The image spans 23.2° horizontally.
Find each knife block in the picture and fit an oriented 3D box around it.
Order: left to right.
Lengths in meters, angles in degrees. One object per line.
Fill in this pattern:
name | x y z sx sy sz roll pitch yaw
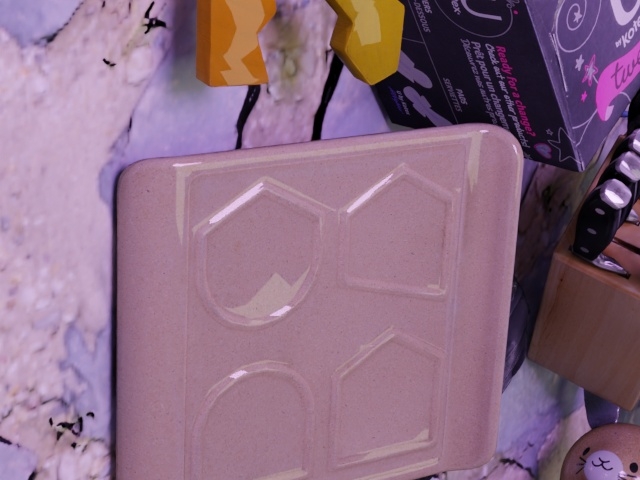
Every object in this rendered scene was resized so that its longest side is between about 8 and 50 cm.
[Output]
knife block | 0.193 0.019 0.980 0.242 0.088 0.276 -37 152 -60

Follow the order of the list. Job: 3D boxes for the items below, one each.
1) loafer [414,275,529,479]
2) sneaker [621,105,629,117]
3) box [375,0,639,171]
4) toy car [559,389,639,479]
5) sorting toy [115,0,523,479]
loafer | 0.069 0.113 0.983 0.223 0.076 0.078 -51 131 -31
sneaker | 0.275 -0.159 1.063 0.211 0.080 0.081 -25 121 0
box | 0.136 -0.188 0.884 0.247 0.142 0.163 -52 139 -23
toy car | 0.207 0.178 1.123 0.149 0.155 0.188 41 70 -51
sorting toy | 0.000 0.000 0.831 0.229 0.041 0.307 -7 111 -26
